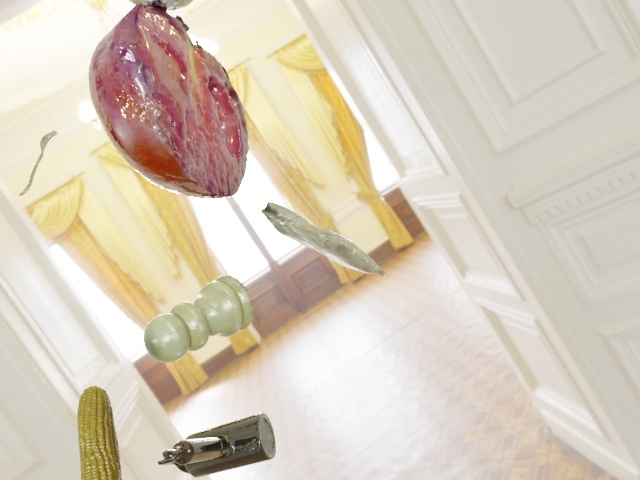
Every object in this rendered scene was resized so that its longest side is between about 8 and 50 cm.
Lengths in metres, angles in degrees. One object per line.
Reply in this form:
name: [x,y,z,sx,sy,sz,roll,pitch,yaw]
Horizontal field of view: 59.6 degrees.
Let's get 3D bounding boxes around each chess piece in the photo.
chess piece: [-0.287,0.185,1.266,0.144,0.145,0.251,-27,-1,41]

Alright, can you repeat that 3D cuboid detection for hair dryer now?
hair dryer: [-0.203,0.334,0.885,0.195,0.078,0.248,-19,-23,10]

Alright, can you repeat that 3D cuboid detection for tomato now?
tomato: [-0.266,-0.200,0.931,0.176,0.290,0.335,-15,-15,17]

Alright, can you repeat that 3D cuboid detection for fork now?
fork: [-0.811,-0.221,1.592,0.220,0.034,0.028,-56,-30,9]

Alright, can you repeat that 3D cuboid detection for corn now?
corn: [-0.453,0.413,1.141,0.080,0.231,0.080,-15,-34,-11]

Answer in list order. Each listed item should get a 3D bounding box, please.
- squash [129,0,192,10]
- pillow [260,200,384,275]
squash: [-0.339,-0.540,1.024,0.189,0.189,0.260,-32,2,5]
pillow: [0.000,0.000,1.051,0.229,0.148,0.050,27,87,42]
